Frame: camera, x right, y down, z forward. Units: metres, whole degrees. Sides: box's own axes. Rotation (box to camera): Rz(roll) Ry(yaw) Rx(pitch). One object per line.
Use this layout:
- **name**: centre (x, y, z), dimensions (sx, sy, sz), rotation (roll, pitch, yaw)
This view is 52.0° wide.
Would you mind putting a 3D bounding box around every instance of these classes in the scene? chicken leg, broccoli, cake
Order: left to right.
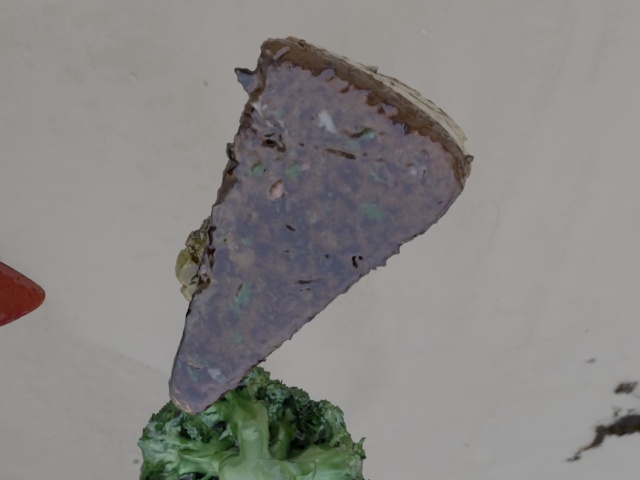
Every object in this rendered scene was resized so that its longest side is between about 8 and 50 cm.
- **chicken leg**: centre (-0.129, 0.056, 0.790), dimensions (0.103, 0.088, 0.228), rotation (15, 121, -13)
- **broccoli**: centre (-0.066, 0.274, 0.716), dimensions (0.265, 0.294, 0.245), rotation (-35, 157, -14)
- **cake**: centre (0.002, 0.011, 0.408), dimensions (0.135, 0.112, 0.246), rotation (19, 107, 9)

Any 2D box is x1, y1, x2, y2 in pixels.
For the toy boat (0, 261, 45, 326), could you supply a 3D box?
- **toy boat**: centre (-0.380, 0.032, 0.465), dimensions (0.079, 0.136, 0.392), rotation (-17, 164, 23)
